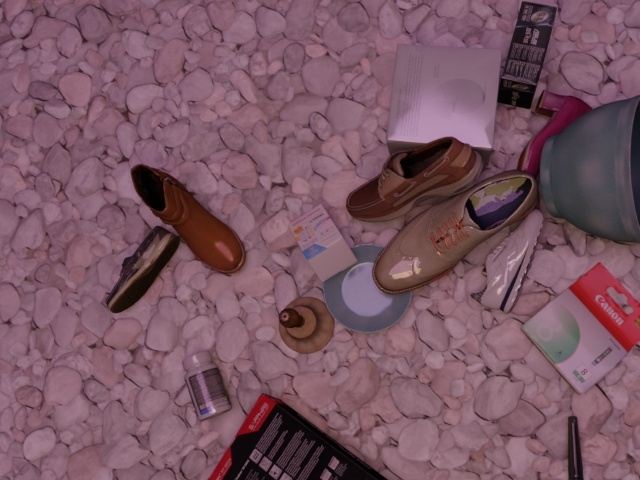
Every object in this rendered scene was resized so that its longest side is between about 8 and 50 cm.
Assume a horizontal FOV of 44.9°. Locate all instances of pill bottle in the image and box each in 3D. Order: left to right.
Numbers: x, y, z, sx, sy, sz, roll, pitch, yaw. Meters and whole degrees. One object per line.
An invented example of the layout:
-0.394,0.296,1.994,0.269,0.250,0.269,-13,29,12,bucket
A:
-0.250,0.316,1.688,0.078,0.078,0.137,-22,77,4,pill bottle

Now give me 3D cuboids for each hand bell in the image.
-0.051,0.164,1.600,0.126,0.242,0.126,-2,79,10,hand bell

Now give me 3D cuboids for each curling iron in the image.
0.525,0.491,1.550,0.068,0.035,0.274,-8,79,3,curling iron

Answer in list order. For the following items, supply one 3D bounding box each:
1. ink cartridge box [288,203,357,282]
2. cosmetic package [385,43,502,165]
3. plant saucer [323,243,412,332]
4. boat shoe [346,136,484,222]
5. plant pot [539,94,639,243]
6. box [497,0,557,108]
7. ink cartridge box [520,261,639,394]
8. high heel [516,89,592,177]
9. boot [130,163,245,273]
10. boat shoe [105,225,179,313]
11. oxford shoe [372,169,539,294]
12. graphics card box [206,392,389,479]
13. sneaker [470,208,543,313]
0.000,0.000,1.681,0.092,0.090,0.143,-33,45,1,ink cartridge box
0.268,-0.294,1.689,0.224,0.138,0.224,7,81,9,cosmetic package
0.104,0.106,1.691,0.194,0.037,0.195,-2,78,9,plant saucer
0.179,-0.138,1.632,0.324,0.116,0.123,-23,42,32,boat shoe
0.562,-0.134,1.560,0.196,0.293,0.293,-2,78,36,plant pot
0.445,-0.398,1.676,0.077,0.147,0.180,15,81,12,box
0.556,0.177,1.597,0.224,0.056,0.181,-41,76,2,ink cartridge box
0.501,-0.200,1.674,0.117,0.082,0.244,19,78,3,high heel
-0.289,-0.051,1.691,0.109,0.220,0.283,-38,76,0,boot
-0.415,0.064,1.767,0.073,0.080,0.224,36,83,20,boat shoe
0.268,-0.027,1.592,0.397,0.146,0.140,-37,80,7,oxford shoe
-0.029,0.507,1.566,0.370,0.094,0.233,29,84,30,graphics card box
0.400,0.034,1.636,0.094,0.090,0.235,22,82,22,sneaker
